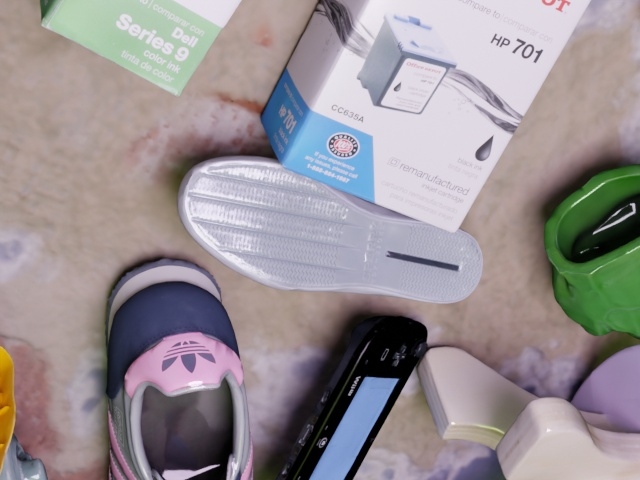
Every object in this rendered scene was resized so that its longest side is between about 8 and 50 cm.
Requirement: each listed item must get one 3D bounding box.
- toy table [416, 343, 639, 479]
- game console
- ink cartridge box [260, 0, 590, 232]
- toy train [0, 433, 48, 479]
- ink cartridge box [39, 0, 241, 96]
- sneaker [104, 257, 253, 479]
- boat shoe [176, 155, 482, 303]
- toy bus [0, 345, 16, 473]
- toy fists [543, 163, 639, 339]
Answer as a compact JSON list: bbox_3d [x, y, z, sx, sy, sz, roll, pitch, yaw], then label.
[{"bbox_3d":[0.180,0.188,0.969,0.160,0.252,0.274,-3,132,-20],"label":"toy table"},{"bbox_3d":[-0.028,0.214,0.966,0.044,0.213,0.361,30,97,18],"label":"game console"},{"bbox_3d":[0.067,-0.120,0.855,0.139,0.082,0.191,19,114,-22],"label":"ink cartridge box"},{"bbox_3d":[-0.219,0.273,0.871,0.142,0.334,0.190,-19,135,-6],"label":"toy train"},{"bbox_3d":[-0.068,-0.210,0.730,0.093,0.154,0.212,26,109,-24],"label":"ink cartridge box"},{"bbox_3d":[-0.100,0.178,0.948,0.112,0.131,0.319,-11,123,-9],"label":"sneaker"},{"bbox_3d":[0.000,0.000,0.906,0.226,0.076,0.083,19,87,-22],"label":"boat shoe"},{"bbox_3d":[-0.333,0.107,0.812,0.211,0.149,0.220,-38,124,23],"label":"toy bus"},{"bbox_3d":[0.289,-0.030,0.939,0.279,0.096,0.142,-36,134,7],"label":"toy fists"}]
